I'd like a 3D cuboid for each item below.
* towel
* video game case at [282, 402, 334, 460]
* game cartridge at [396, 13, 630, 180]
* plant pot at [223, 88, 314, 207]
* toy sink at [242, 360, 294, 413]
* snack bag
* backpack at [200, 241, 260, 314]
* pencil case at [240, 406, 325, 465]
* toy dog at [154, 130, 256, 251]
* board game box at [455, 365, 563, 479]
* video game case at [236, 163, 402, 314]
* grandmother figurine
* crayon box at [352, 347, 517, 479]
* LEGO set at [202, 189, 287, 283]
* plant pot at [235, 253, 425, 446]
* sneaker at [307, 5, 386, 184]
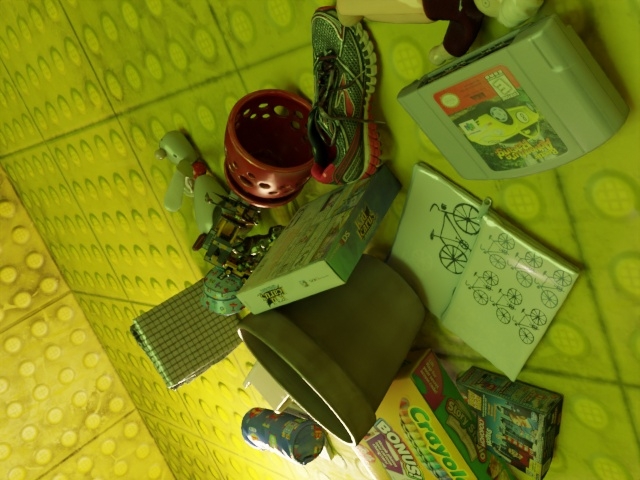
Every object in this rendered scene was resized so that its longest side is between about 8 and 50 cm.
[{"bbox_3d":[-0.381,0.266,2.029,0.235,0.284,0.121,59,148,-3],"label":"towel"},{"bbox_3d":[-0.052,0.559,2.104,0.190,0.022,0.173,4,121,50],"label":"video game case"},{"bbox_3d":[0.258,-0.177,0.978,0.196,0.060,0.294,42,154,-19],"label":"game cartridge"},{"bbox_3d":[-0.098,-0.168,1.369,0.191,0.191,0.174,49,149,10],"label":"plant pot"},{"bbox_3d":[-0.088,0.345,1.842,0.131,0.153,0.234,48,146,11],"label":"toy sink"},{"bbox_3d":[0.256,0.056,1.248,0.342,0.037,0.323,40,145,24],"label":"snack bag"},{"bbox_3d":[-0.221,0.103,1.779,0.158,0.173,0.117,26,137,39],"label":"backpack"},{"bbox_3d":[-0.115,0.571,2.061,0.306,0.119,0.133,-5,90,53],"label":"pencil case"},{"bbox_3d":[-0.312,-0.098,1.731,0.334,0.161,0.220,41,144,22],"label":"toy dog"},{"bbox_3d":[0.353,0.332,1.345,0.194,0.060,0.194,27,138,39],"label":"board game box"},{"bbox_3d":[0.000,0.000,1.272,0.061,0.269,0.244,48,138,-16],"label":"video game case"},{"bbox_3d":[0.158,-0.341,0.971,0.342,0.104,0.208,20,142,46],"label":"grandmother figurine"},{"bbox_3d":[0.202,0.427,1.532,0.313,0.106,0.363,-24,103,50],"label":"crayon box"},{"bbox_3d":[-0.126,-0.019,1.530,0.255,0.192,0.331,29,-177,-2],"label":"LEGO set"},{"bbox_3d":[0.045,0.187,1.374,0.323,0.280,0.323,42,161,17],"label":"plant pot"},{"bbox_3d":[0.029,-0.240,1.188,0.121,0.112,0.299,8,111,51],"label":"sneaker"}]
